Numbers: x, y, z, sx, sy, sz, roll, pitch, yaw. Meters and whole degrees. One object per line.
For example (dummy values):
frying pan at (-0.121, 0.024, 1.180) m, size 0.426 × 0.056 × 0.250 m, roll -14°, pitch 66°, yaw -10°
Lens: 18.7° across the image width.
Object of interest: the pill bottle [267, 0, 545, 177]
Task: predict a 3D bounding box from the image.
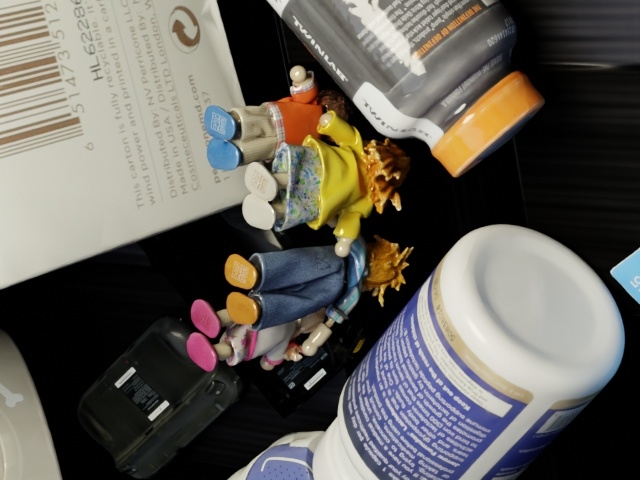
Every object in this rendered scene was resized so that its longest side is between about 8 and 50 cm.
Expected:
pill bottle at (0.053, -0.164, 1.411) m, size 0.245 × 0.130 × 0.130 m, roll 50°, pitch 133°, yaw 5°

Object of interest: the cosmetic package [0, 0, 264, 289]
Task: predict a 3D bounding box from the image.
cosmetic package at (-0.321, -0.129, 1.563) m, size 0.394 × 0.327 × 0.329 m, roll -8°, pitch 100°, yaw 40°

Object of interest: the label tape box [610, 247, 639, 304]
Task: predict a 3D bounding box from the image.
label tape box at (0.364, 0.112, 1.331) m, size 0.347 × 0.115 × 0.249 m, roll 49°, pitch 133°, yaw 4°

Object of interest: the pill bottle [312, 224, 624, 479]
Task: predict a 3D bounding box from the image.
pill bottle at (0.105, 0.122, 1.509) m, size 0.153 × 0.153 × 0.264 m, roll 45°, pitch 132°, yaw 10°

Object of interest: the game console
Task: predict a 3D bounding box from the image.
game console at (-0.117, 0.093, 1.743) m, size 0.213 × 0.044 × 0.361 m, roll 51°, pitch 132°, yaw 5°

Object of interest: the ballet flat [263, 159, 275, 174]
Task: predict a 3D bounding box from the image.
ballet flat at (-0.044, -0.067, 1.603) m, size 0.114 × 0.041 × 0.041 m, roll 35°, pitch 130°, yaw 17°

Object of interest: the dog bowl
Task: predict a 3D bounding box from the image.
dog bowl at (-0.318, 0.241, 1.841) m, size 0.349 × 0.102 × 0.349 m, roll 168°, pitch 90°, yaw -71°

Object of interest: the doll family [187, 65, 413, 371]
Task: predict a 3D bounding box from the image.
doll family at (0.000, 0.000, 1.518) m, size 0.118 × 0.163 × 0.263 m, roll 26°, pitch 118°, yaw 40°

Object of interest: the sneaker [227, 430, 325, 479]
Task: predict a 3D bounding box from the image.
sneaker at (-0.106, 0.293, 1.747) m, size 0.315 × 0.182 × 0.127 m, roll -29°, pitch 96°, yaw 43°
